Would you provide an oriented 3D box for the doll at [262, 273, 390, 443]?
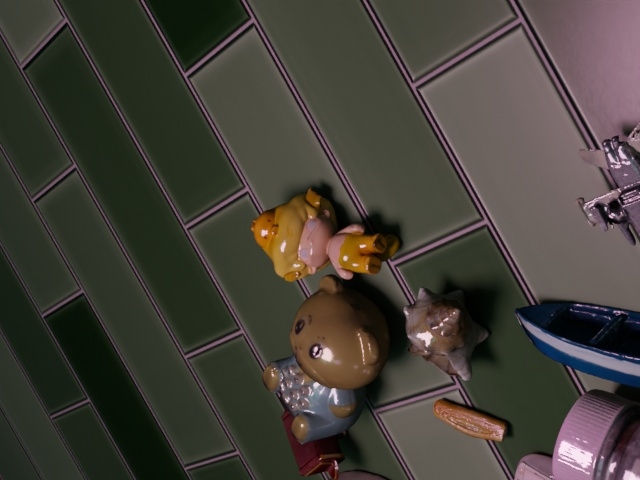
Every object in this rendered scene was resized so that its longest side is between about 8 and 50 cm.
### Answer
[{"bbox_3d":[0.020,0.194,1.936,0.177,0.162,0.260,58,146,35],"label":"doll"}]

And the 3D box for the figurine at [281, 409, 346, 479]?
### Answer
[{"bbox_3d":[0.004,0.357,2.095,0.082,0.098,0.154,-46,58,45],"label":"figurine"}]

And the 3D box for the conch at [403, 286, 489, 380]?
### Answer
[{"bbox_3d":[0.197,0.141,1.782,0.137,0.114,0.234,47,174,29],"label":"conch"}]

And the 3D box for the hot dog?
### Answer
[{"bbox_3d":[0.238,0.289,1.876,0.137,0.028,0.044,13,96,37],"label":"hot dog"}]

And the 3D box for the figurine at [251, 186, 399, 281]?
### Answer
[{"bbox_3d":[0.000,0.000,1.874,0.246,0.131,0.156,18,90,39],"label":"figurine"}]

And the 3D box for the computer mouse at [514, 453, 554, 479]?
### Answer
[{"bbox_3d":[0.381,0.396,1.783,0.199,0.045,0.102,25,127,39],"label":"computer mouse"}]

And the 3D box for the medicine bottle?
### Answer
[{"bbox_3d":[0.462,0.311,1.563,0.273,0.165,0.165,21,127,38],"label":"medicine bottle"}]

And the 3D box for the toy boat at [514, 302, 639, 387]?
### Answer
[{"bbox_3d":[0.390,0.141,1.590,0.299,0.096,0.061,13,130,43],"label":"toy boat"}]

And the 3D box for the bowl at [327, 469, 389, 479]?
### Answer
[{"bbox_3d":[0.073,0.611,2.114,0.354,0.185,0.353,24,128,34],"label":"bowl"}]

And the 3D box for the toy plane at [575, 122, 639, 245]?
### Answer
[{"bbox_3d":[0.425,-0.019,1.460,0.192,0.088,0.262,-26,94,48],"label":"toy plane"}]
